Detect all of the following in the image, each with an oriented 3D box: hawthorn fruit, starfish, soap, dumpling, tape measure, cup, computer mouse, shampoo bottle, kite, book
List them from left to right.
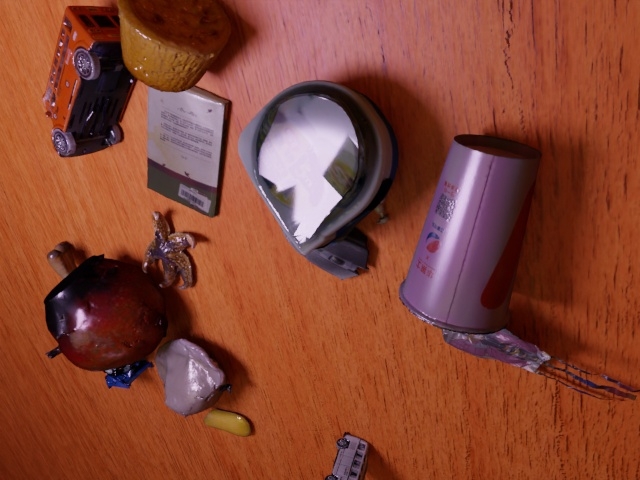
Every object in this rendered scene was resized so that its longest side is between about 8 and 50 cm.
[{"bbox_3d":[-0.555,0.186,1.340,0.316,0.316,0.315,14,122,23],"label":"hawthorn fruit"},{"bbox_3d":[-0.379,0.025,1.293,0.216,0.071,0.238,1,127,23],"label":"starfish"},{"bbox_3d":[-0.302,-0.205,1.138,0.202,0.026,0.289,26,126,14],"label":"book"},{"bbox_3d":[-0.352,0.379,1.440,0.293,0.164,0.204,-44,57,40],"label":"dumpling"},{"bbox_3d":[-0.282,0.549,1.552,0.169,0.033,0.089,7,117,26],"label":"soap"},{"bbox_3d":[0.000,0.000,1.057,0.231,0.071,0.126,41,129,2],"label":"computer mouse"},{"bbox_3d":[0.002,-0.139,0.899,0.262,0.138,0.259,-38,83,30],"label":"tape measure"},{"bbox_3d":[0.095,-0.095,0.974,0.049,0.034,0.141,-21,106,27],"label":"shampoo bottle"},{"bbox_3d":[0.254,-0.017,0.845,0.203,0.203,0.288,17,117,20],"label":"cup"},{"bbox_3d":[0.392,0.218,0.942,0.361,0.022,0.204,19,154,17],"label":"kite"}]

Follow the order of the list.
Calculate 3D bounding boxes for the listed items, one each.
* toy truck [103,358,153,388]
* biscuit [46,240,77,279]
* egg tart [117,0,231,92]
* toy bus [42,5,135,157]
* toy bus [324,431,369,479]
[{"bbox_3d":[-0.597,0.364,1.575,0.126,0.113,0.208,20,125,17],"label":"toy truck"},{"bbox_3d":[-0.718,0.110,1.485,0.047,0.164,0.207,-24,106,-8],"label":"biscuit"},{"bbox_3d":[-0.279,-0.369,0.933,0.202,0.202,0.147,45,137,0],"label":"egg tart"},{"bbox_3d":[-0.503,-0.331,1.113,0.153,0.143,0.329,49,130,9],"label":"toy bus"},{"bbox_3d":[0.066,0.584,1.279,0.089,0.194,0.087,9,120,15],"label":"toy bus"}]
